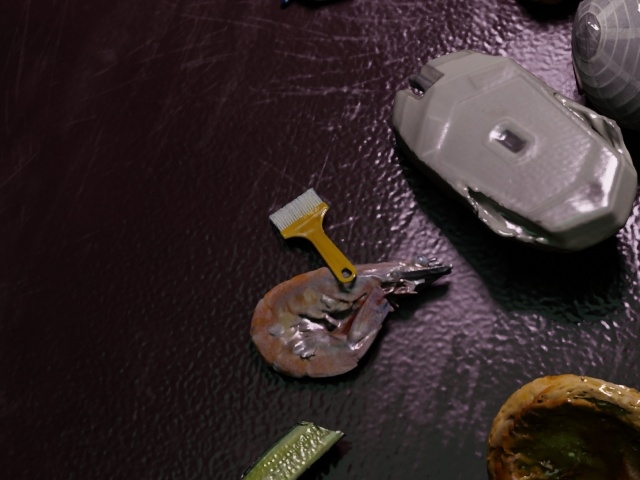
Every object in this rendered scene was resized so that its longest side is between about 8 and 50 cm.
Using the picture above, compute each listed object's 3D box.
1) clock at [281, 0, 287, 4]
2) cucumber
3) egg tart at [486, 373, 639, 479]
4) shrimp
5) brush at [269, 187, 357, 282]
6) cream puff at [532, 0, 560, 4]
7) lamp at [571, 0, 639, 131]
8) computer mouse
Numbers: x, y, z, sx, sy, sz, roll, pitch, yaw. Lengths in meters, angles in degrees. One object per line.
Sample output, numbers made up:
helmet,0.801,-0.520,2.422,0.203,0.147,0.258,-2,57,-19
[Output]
clock,-0.005,-0.443,1.990,0.147,0.045,0.108,-19,65,4
cucumber,-0.063,0.331,1.686,0.220,0.046,0.070,-43,65,-10
egg tart,0.357,0.293,1.534,0.290,0.115,0.290,10,111,27
shrimp,0.047,0.107,1.749,0.316,0.062,0.164,-18,70,8
brush,0.000,0.000,1.789,0.083,0.011,0.205,-35,46,-4
cream puff,0.362,-0.434,1.879,0.104,0.119,0.133,9,81,-9
lamp,0.470,-0.285,1.732,0.233,0.233,0.265,2,83,12
computer mouse,0.284,-0.120,1.753,0.228,0.145,0.429,-46,55,-1
